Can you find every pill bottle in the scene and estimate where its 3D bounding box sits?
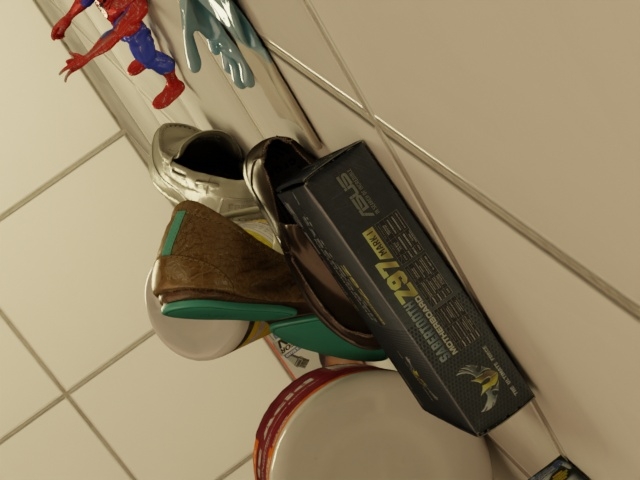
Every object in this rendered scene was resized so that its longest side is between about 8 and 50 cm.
[{"bbox_3d":[0.041,0.246,1.660,0.224,0.224,0.392,54,173,-1],"label":"pill bottle"},{"bbox_3d":[-0.077,0.044,1.570,0.119,0.119,0.208,53,-151,10],"label":"pill bottle"}]

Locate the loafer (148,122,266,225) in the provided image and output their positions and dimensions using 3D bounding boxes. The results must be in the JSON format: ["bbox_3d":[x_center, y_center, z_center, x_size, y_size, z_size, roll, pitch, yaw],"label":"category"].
[{"bbox_3d":[-0.129,-0.083,1.798,0.319,0.112,0.111,-133,45,-56],"label":"loafer"}]

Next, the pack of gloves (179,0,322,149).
[{"bbox_3d":[-0.103,-0.185,1.257,0.195,0.046,0.232,47,171,52],"label":"pack of gloves"}]

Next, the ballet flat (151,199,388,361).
[{"bbox_3d":[-0.032,0.032,1.432,0.342,0.116,0.124,18,-113,-50],"label":"ballet flat"}]

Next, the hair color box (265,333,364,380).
[{"bbox_3d":[-0.014,0.142,2.097,0.167,0.093,0.053,56,173,-24],"label":"hair color box"}]

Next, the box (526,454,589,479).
[{"bbox_3d":[0.155,0.230,1.145,0.027,0.137,0.094,57,172,-29],"label":"box"}]

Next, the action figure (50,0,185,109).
[{"bbox_3d":[-0.245,-0.219,1.733,0.091,0.139,0.280,51,170,19],"label":"action figure"}]

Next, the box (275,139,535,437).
[{"bbox_3d":[0.059,0.036,1.179,0.232,0.059,0.183,55,172,-5],"label":"box"}]

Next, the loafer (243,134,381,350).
[{"bbox_3d":[0.000,0.000,1.315,0.220,0.080,0.078,53,174,11],"label":"loafer"}]
